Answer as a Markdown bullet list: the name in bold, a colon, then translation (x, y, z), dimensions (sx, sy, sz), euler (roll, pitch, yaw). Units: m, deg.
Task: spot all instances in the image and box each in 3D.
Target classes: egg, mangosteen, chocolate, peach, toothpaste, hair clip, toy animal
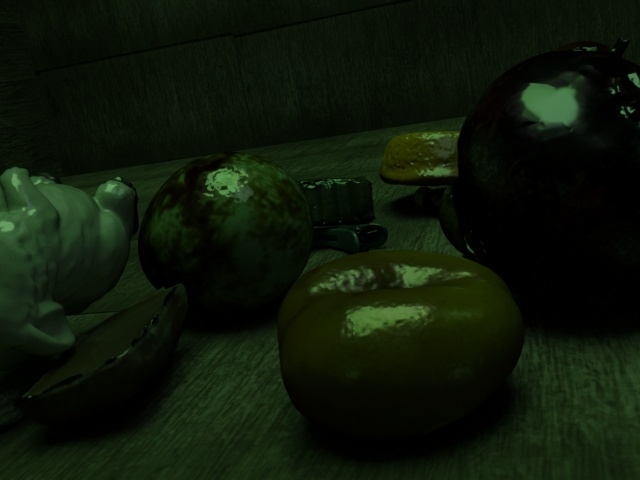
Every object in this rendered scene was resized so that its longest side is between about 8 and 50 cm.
- **egg**: translation (-0.148, -0.008, 1.075), dimensions (0.289, 0.238, 0.238), euler (-13, 11, 34)
- **mangosteen**: translation (0.302, -0.066, 0.873), dimensions (0.330, 0.330, 0.330), euler (-10, 14, 3)
- **chocolate**: translation (-0.237, 0.144, 0.868), dimensions (0.161, 0.083, 0.261), euler (-26, 11, 12)
- **peach**: translation (0.076, 0.093, 0.712), dimensions (0.251, 0.153, 0.251), euler (-15, 19, 5)
- **toothpaste**: translation (0.250, -0.068, 1.413), dimensions (0.071, 0.045, 0.193), euler (-23, 22, -12)
- **hair clip**: translation (0.000, 0.000, 1.349), dimensions (0.083, 0.048, 0.275), euler (-25, 15, -40)
- **toy animal**: translation (-0.374, 0.042, 0.918), dimensions (0.194, 0.257, 0.357), euler (-5, 23, 11)

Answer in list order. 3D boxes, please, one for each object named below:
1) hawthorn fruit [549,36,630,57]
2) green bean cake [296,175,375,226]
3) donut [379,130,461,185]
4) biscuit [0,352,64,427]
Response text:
- **hawthorn fruit**: translation (0.490, -0.230, 1.395), dimensions (0.316, 0.316, 0.316), euler (-10, 14, 3)
- **green bean cake**: translation (0.014, -0.074, 1.407), dimensions (0.173, 0.094, 0.181), euler (-5, 0, -1)
- **donut**: translation (0.262, -0.168, 1.524), dimensions (0.303, 0.110, 0.303), euler (1, 3, 0)
- **biscuit**: translation (-0.418, 0.189, 0.894), dimensions (0.147, 0.046, 0.250), euler (-8, 14, 8)
